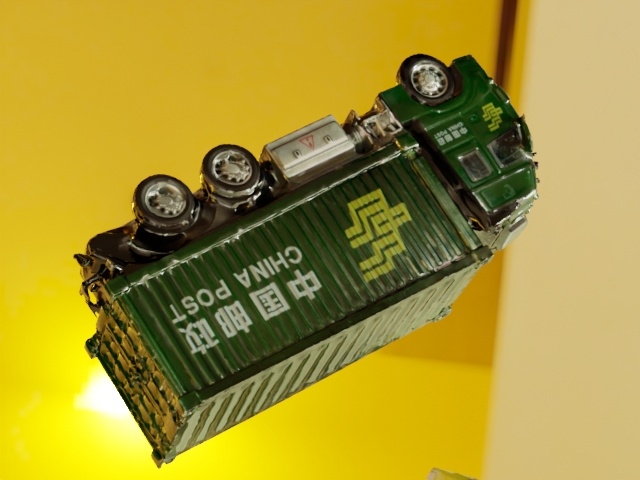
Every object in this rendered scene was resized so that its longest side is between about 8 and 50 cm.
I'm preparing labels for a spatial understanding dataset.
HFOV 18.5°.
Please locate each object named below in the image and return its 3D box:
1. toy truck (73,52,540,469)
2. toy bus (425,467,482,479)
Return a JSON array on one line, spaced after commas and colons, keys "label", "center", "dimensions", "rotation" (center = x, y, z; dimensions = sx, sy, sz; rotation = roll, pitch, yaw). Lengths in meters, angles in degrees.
[{"label": "toy truck", "center": [0.000, 0.000, 1.026], "dimensions": [0.259, 0.121, 0.088], "rotation": [-27, 163, -26]}, {"label": "toy bus", "center": [0.078, 0.279, 1.423], "dimensions": [0.074, 0.226, 0.081], "rotation": [20, 178, 22]}]
